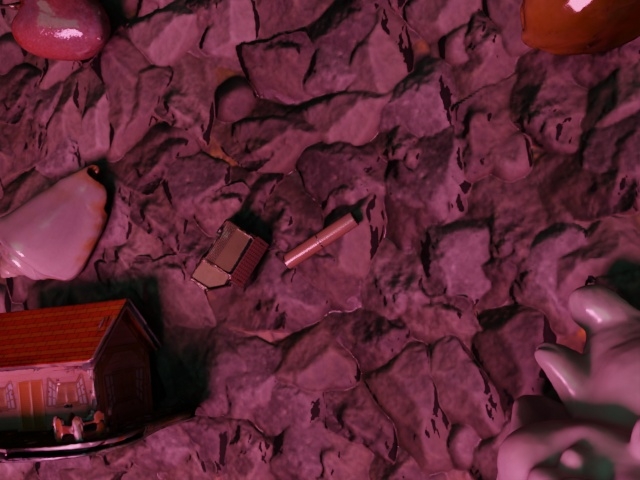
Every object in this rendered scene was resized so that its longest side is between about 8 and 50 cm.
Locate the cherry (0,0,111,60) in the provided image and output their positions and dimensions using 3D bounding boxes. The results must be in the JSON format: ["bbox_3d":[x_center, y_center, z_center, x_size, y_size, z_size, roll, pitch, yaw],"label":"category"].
[{"bbox_3d":[-0.316,-0.265,0.830,0.126,0.087,0.106,42,96,-5],"label":"cherry"}]

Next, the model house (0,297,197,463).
[{"bbox_3d":[-0.309,0.150,0.769,0.293,0.207,0.154,-8,85,18],"label":"model house"}]

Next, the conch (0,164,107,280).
[{"bbox_3d":[-0.328,-0.014,0.852,0.176,0.094,0.104,-41,62,-12],"label":"conch"}]

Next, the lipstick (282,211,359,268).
[{"bbox_3d":[0.000,0.000,0.759,0.094,0.019,0.019,-32,80,16],"label":"lipstick"}]

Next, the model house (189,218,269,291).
[{"bbox_3d":[-0.105,0.025,0.782,0.058,0.057,0.083,32,80,-10],"label":"model house"}]

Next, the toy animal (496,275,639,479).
[{"bbox_3d":[0.249,0.176,0.562,0.289,0.249,0.174,-30,115,-5],"label":"toy animal"}]

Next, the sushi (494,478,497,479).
[{"bbox_3d":[0.171,0.284,0.667,0.150,0.090,0.078,-32,84,14],"label":"sushi"}]

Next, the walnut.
[{"bbox_3d":[0.280,-0.258,0.603,0.245,0.137,0.137,-40,78,24],"label":"walnut"}]
